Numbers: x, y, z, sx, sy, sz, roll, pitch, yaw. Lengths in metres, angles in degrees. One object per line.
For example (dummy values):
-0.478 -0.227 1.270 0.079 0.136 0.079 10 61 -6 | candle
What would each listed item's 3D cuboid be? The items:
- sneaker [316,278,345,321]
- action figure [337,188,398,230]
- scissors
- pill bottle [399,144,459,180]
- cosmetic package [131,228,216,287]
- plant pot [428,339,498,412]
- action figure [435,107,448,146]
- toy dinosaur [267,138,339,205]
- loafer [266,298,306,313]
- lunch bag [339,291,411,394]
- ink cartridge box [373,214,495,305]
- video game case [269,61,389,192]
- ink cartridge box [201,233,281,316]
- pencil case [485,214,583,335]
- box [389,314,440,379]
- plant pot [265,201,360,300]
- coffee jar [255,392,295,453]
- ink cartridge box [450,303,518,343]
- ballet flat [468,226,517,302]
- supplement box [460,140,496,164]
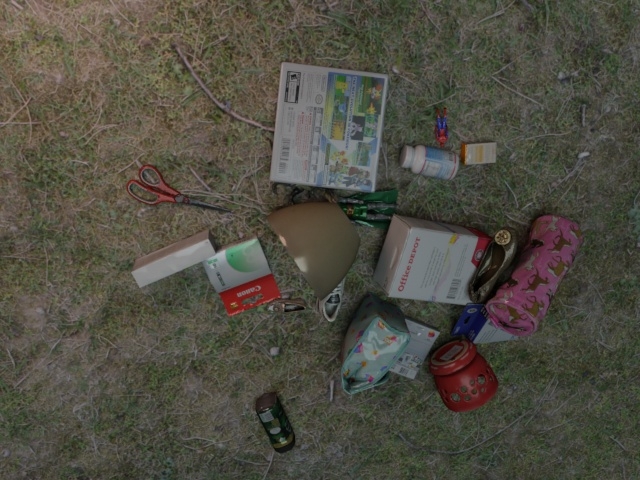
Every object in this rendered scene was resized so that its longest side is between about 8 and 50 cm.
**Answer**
0.042 0.130 1.918 0.090 0.095 0.235 2 105 -7 | sneaker
0.113 -0.089 1.875 0.232 0.063 0.137 2 111 -5 | action figure
-0.408 -0.113 1.812 0.297 0.021 0.109 29 99 -17 | scissors
0.316 -0.231 1.841 0.160 0.087 0.087 11 106 -11 | pill bottle
-0.420 0.051 1.820 0.239 0.099 0.060 -23 110 0 | cosmetic package
0.452 0.428 2.032 0.191 0.191 0.174 -30 101 2 | plant pot
0.356 -0.330 1.845 0.038 0.030 0.115 -6 114 0 | action figure
-0.076 -0.167 1.823 0.268 0.064 0.118 36 95 -14 | toy dinosaur
-0.105 0.206 1.949 0.125 0.039 0.045 -6 110 -7 | loafer
0.147 0.326 1.929 0.160 0.223 0.262 29 102 -9 | lunch bag
0.341 0.061 1.893 0.306 0.131 0.226 10 108 -22 | ink cartridge box
0.023 -0.312 1.753 0.299 0.036 0.329 6 97 -3 | video game case
-0.236 0.113 1.893 0.181 0.056 0.225 -20 108 -1 | ink cartridge box
0.638 0.101 1.874 0.160 0.167 0.386 29 61 17 | pencil case
0.282 0.347 2.054 0.145 0.038 0.186 22 105 -15 | box
0.000 0.000 1.777 0.191 0.284 0.284 -34 110 -4 | plant pot
-0.144 0.595 2.043 0.079 0.096 0.184 -21 111 2 | coffee jar
0.549 0.262 1.997 0.223 0.045 0.223 -4 146 -7 | ink cartridge box
0.497 0.073 1.840 0.058 0.084 0.250 9 113 -39 | ballet flat
0.472 -0.263 1.880 0.098 0.036 0.062 -4 109 -7 | supplement box
